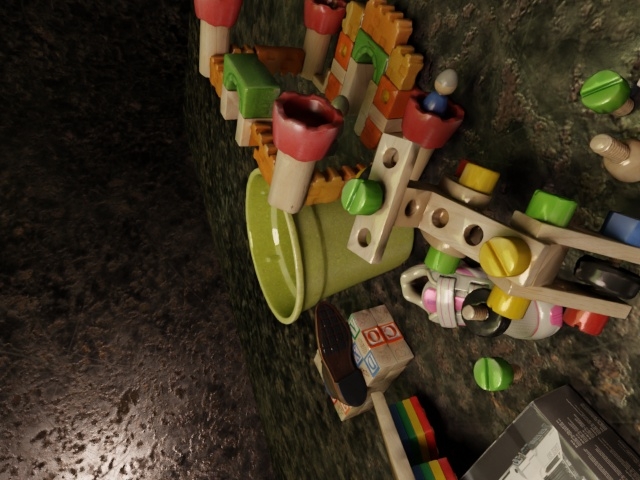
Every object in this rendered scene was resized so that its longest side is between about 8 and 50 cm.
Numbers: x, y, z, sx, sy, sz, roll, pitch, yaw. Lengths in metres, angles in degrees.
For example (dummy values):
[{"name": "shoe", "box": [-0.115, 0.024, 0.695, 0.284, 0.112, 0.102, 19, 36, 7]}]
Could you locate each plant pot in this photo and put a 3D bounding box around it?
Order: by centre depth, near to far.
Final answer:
[{"name": "plant pot", "box": [0.021, -0.010, 0.760, 0.276, 0.254, 0.276, 169, 90, -67]}]

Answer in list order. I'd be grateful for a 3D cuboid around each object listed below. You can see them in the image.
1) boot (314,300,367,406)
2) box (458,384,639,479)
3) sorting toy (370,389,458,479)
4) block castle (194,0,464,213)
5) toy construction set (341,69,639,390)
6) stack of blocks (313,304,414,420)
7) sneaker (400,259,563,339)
[{"name": "boot", "box": [0.019, 0.244, 0.868, 0.106, 0.082, 0.219, -37, 68, 59]}, {"name": "box", "box": [0.331, 0.373, 0.478, 0.307, 0.076, 0.242, 56, 146, 41]}, {"name": "sorting toy", "box": [0.184, 0.440, 0.719, 0.257, 0.089, 0.255, -110, 4, -71]}, {"name": "block castle", "box": [-0.007, -0.277, 0.664, 0.453, 0.303, 0.213, 60, 147, 33]}, {"name": "toy construction set", "box": [0.167, -0.039, 0.382, 0.309, 0.237, 0.257, -51, 44, 36]}, {"name": "stack of blocks", "box": [0.085, 0.272, 0.940, 0.171, 0.087, 0.297, 61, 150, 33]}, {"name": "sneaker", "box": [0.208, 0.084, 0.577, 0.252, 0.111, 0.103, 6, 106, 64]}]
